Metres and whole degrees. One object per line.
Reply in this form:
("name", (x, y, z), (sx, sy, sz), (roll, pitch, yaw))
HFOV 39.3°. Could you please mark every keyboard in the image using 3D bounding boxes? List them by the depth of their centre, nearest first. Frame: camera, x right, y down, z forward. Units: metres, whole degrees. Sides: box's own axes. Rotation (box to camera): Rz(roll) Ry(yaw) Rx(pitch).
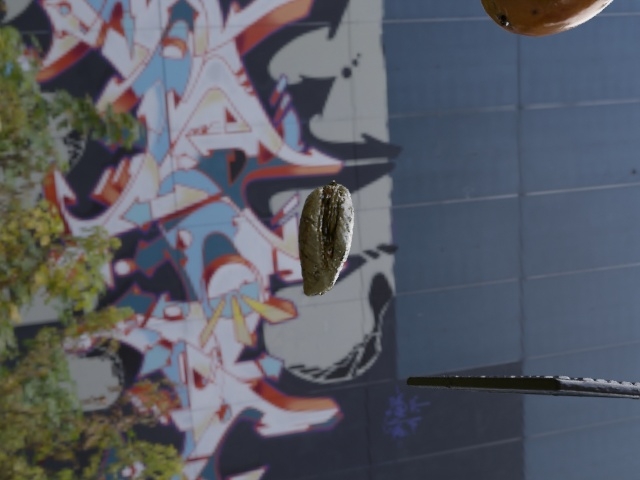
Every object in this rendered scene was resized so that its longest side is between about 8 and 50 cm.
("keyboard", (0.188, 0.127, 0.741), (0.381, 0.104, 0.041), (175, -78, -72))

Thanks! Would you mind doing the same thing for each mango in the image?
("mango", (0.199, -0.232, 0.713), (0.159, 0.084, 0.105), (-49, -129, 14))

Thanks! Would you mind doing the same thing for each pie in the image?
("pie", (0.000, 0.000, 1.429), (0.163, 0.079, 0.193), (108, -14, -48))
